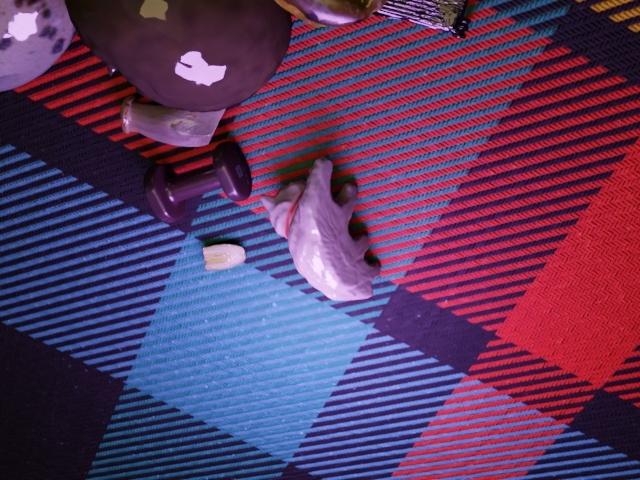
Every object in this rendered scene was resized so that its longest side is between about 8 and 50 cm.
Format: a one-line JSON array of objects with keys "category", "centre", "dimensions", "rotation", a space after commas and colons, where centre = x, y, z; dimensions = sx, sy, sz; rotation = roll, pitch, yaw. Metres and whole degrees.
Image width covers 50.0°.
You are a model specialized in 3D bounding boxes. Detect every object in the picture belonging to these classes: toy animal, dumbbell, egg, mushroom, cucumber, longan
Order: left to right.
[{"category": "egg", "centre": [-0.641, -0.489, 1.339], "dimensions": [0.344, 0.345, 0.428], "rotation": [31, 129, -4]}, {"category": "mushroom", "centre": [-0.326, -0.261, 1.522], "dimensions": [0.246, 0.096, 0.108], "rotation": [6, 141, 12]}, {"category": "longan", "centre": [-0.261, -0.439, 1.254], "dimensions": [0.403, 0.404, 0.436], "rotation": [-20, 110, 19]}, {"category": "dumbbell", "centre": [-0.276, -0.131, 1.554], "dimensions": [0.225, 0.124, 0.141], "rotation": [-16, 112, 18]}, {"category": "cucumber", "centre": [-0.232, 0.036, 1.675], "dimensions": [0.107, 0.035, 0.067], "rotation": [-6, 103, 8]}, {"category": "toy animal", "centre": [0.000, 0.000, 1.556], "dimensions": [0.188, 0.267, 0.307], "rotation": [-9, 157, 30]}]

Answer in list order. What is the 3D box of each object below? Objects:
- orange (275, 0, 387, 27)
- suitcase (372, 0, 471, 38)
[{"category": "orange", "centre": [0.059, -0.517, 1.097], "dimensions": [0.368, 0.210, 0.271], "rotation": [-30, 111, 19]}, {"category": "suitcase", "centre": [0.145, -0.533, 1.272], "dimensions": [0.334, 0.152, 0.230], "rotation": [18, 115, 5]}]
